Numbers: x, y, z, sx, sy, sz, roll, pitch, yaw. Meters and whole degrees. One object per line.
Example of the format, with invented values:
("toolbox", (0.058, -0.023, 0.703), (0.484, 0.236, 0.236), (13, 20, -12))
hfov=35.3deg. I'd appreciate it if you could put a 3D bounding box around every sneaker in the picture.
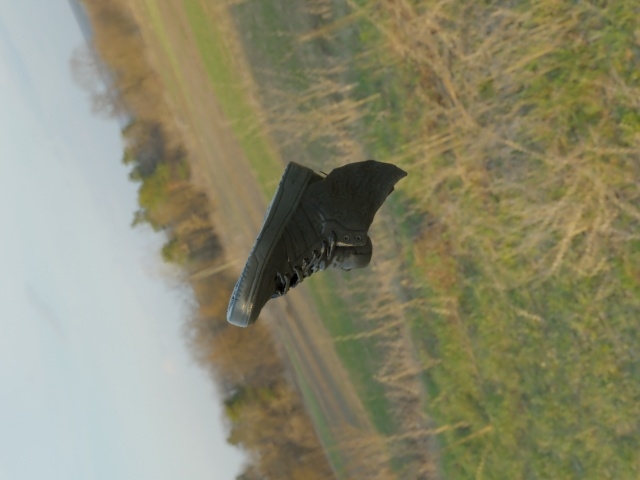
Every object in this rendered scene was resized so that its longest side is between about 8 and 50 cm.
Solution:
("sneaker", (-0.001, 0.001, 0.734), (0.051, 0.089, 0.170), (120, 172, -55))
